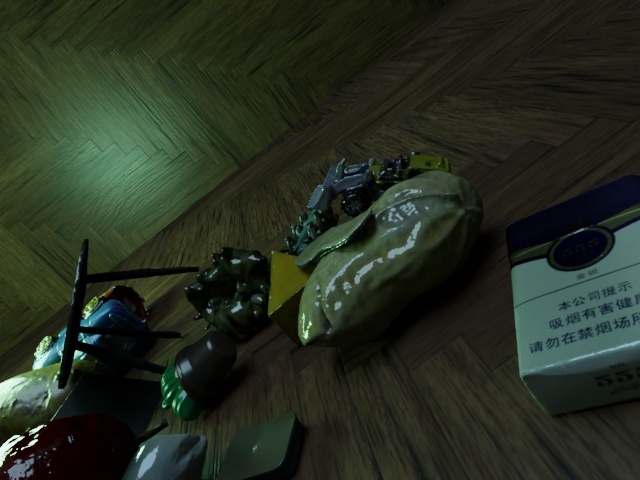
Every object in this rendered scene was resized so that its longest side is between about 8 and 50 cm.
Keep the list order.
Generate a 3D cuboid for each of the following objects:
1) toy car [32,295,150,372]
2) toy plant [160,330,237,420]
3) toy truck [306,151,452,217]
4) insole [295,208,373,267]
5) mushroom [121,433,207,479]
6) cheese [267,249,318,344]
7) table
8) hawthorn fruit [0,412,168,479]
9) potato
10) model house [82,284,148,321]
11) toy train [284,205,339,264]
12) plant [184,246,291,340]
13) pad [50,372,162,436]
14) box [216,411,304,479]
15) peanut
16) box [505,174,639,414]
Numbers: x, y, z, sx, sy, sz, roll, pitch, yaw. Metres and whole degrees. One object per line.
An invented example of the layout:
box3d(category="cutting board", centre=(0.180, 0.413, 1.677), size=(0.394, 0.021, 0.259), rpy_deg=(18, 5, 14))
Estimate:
box3d(category="toy car", centre=(-0.609, 0.303, 1.356), size=(0.314, 0.198, 0.166), rpy_deg=(-40, 33, -5))
box3d(category="toy plant", centre=(-0.234, 0.261, 0.939), size=(0.200, 0.105, 0.143), rpy_deg=(-52, 32, 16))
box3d(category="toy truck", centre=(0.116, -0.115, 1.000), size=(0.286, 0.111, 0.136), rpy_deg=(1, 31, 12))
box3d(category="insole", centre=(0.011, 0.000, 0.805), size=(0.081, 0.011, 0.248), rpy_deg=(-52, 10, -26))
box3d(category="mushroom", centre=(-0.244, 0.396, 0.686), size=(0.118, 0.103, 0.270), rpy_deg=(-33, 31, 40))
box3d(category="cheese", centre=(-0.047, 0.085, 0.947), size=(0.126, 0.093, 0.171), rpy_deg=(-40, 32, -3))
box3d(category="table", centre=(-0.414, 0.165, 1.129), size=(0.317, 0.249, 0.317), rpy_deg=(-172, 90, -69))
box3d(category="hawthorn fruit", centre=(-0.364, 0.371, 0.803), size=(0.266, 0.210, 0.230), rpy_deg=(-22, -14, -27))
box3d(category="potato", centre=(-0.608, 0.377, 1.189), size=(0.266, 0.229, 0.229), rpy_deg=(-29, 22, 7))
box3d(category="model house", centre=(-0.660, 0.251, 1.582), size=(0.196, 0.160, 0.254), rpy_deg=(-38, 19, 4))
box3d(category="toy train", centre=(0.000, 0.000, 1.041), size=(0.081, 0.125, 0.194), rpy_deg=(-27, 21, 25))
box3d(category="plant", centre=(-0.130, 0.106, 1.137), size=(0.251, 0.180, 0.333), rpy_deg=(-36, -13, 28))
box3d(category="pad", centre=(-0.454, 0.385, 1.006), size=(0.202, 0.005, 0.300), rpy_deg=(5, 33, 6))
box3d(category="box", centre=(-0.080, 0.294, 0.699), size=(0.126, 0.031, 0.091), rpy_deg=(-29, 23, 25))
box3d(category="peanut", centre=(0.102, 0.034, 0.766), size=(0.340, 0.158, 0.174), rpy_deg=(-42, 38, 9))
box3d(category="box", centre=(0.291, 0.044, 0.536), size=(0.168, 0.071, 0.259), rpy_deg=(-27, 25, 30))
